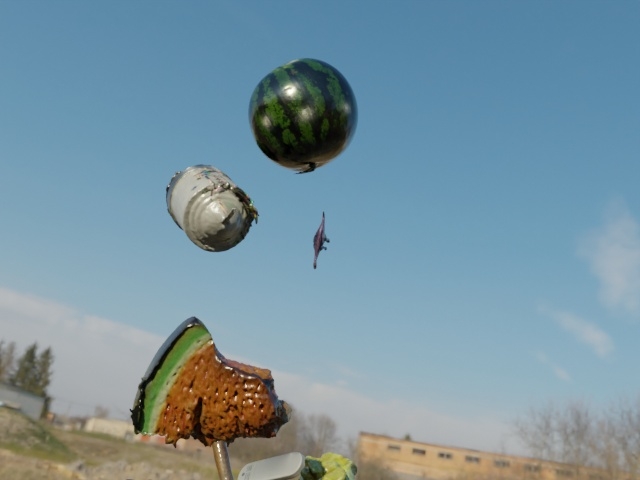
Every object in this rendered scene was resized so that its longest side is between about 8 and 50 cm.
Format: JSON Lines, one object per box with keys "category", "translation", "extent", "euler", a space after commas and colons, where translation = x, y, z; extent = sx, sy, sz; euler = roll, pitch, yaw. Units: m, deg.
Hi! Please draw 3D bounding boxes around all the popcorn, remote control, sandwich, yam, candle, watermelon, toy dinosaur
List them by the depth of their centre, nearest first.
{"category": "sandwich", "translation": [-0.201, 0.301, 1.396], "extent": [0.301, 0.250, 0.162], "euler": [24, 3, -1]}
{"category": "watermelon", "translation": [-0.038, -0.284, 1.600], "extent": [0.269, 0.269, 0.269], "euler": [10, -18, 3]}
{"category": "popcorn", "translation": [0.017, 0.587, 1.627], "extent": [0.167, 0.187, 0.185], "euler": [-27, -21, 16]}
{"category": "candle", "translation": [-0.262, -0.072, 1.718], "extent": [0.187, 0.187, 0.330], "euler": [22, 8, -29]}
{"category": "remote control", "translation": [-0.142, 0.655, 1.990], "extent": [0.245, 0.077, 0.022], "euler": [-25, -59, 32]}
{"category": "yam", "translation": [-0.306, 0.635, 2.122], "extent": [0.046, 0.264, 0.046], "euler": [-15, -26, -8]}
{"category": "toy dinosaur", "translation": [0.000, 0.000, 2.352], "extent": [0.045, 0.197, 0.080], "euler": [9, -3, 15]}

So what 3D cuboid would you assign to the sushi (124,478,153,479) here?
{"category": "sushi", "translation": [-0.450, 0.763, 1.940], "extent": [0.204, 0.213, 0.200], "euler": [2, -44, -3]}
